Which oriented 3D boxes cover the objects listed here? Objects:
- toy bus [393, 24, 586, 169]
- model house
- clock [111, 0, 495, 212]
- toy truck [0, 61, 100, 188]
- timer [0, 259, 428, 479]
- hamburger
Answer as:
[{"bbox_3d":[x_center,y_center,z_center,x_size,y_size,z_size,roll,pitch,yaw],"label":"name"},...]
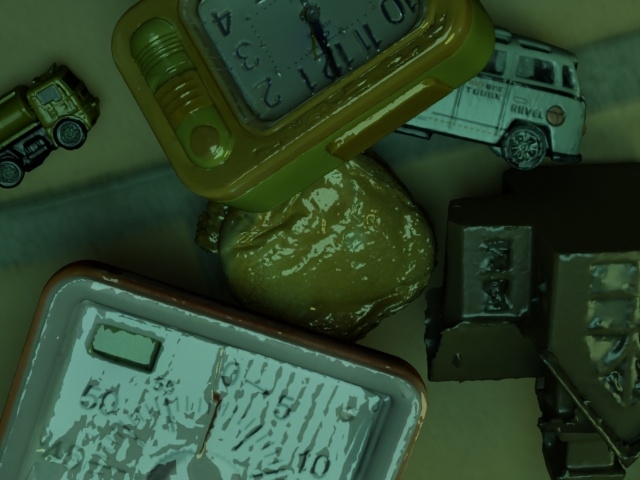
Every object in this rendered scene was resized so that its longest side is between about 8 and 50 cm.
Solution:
[{"bbox_3d":[0.083,-0.103,1.135,0.194,0.087,0.089,12,98,-4],"label":"toy bus"},{"bbox_3d":[0.158,0.092,1.147,0.176,0.181,0.248,-2,110,-6],"label":"model house"},{"bbox_3d":[-0.011,-0.120,1.045,0.202,0.096,0.143,-34,71,12],"label":"clock"},{"bbox_3d":[-0.188,-0.079,1.153,0.083,0.049,0.054,-30,106,10],"label":"toy truck"},{"bbox_3d":[-0.085,0.146,1.156,0.257,0.161,0.250,18,117,-7],"label":"timer"},{"bbox_3d":[0.000,0.000,1.169,0.138,0.083,0.147,-43,106,8],"label":"hamburger"}]
